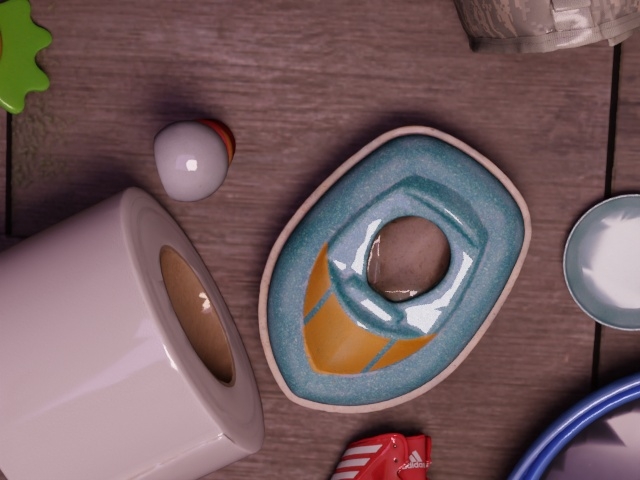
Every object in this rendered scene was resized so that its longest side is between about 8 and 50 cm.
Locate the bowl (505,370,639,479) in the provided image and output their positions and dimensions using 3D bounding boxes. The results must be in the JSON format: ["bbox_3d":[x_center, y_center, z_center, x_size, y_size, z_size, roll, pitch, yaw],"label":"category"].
[{"bbox_3d":[0.331,0.289,1.414,0.391,0.077,0.391,1,99,6],"label":"bowl"}]

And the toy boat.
[{"bbox_3d":[0.000,0.000,1.385,0.318,0.148,0.267,33,101,-1],"label":"toy boat"}]

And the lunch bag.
[{"bbox_3d":[0.169,-0.265,1.248,0.169,0.287,0.235,-12,99,4],"label":"lunch bag"}]

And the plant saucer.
[{"bbox_3d":[0.269,0.018,1.426,0.119,0.021,0.119,1,100,5],"label":"plant saucer"}]

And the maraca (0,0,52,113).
[{"bbox_3d":[-0.317,-0.168,1.402,0.186,0.099,0.127,9,76,-27],"label":"maraca"}]

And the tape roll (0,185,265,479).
[{"bbox_3d":[-0.174,0.098,1.370,0.169,0.246,0.246,-26,96,8],"label":"tape roll"}]

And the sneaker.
[{"bbox_3d":[0.080,0.235,1.405,0.221,0.087,0.128,22,97,42],"label":"sneaker"}]
